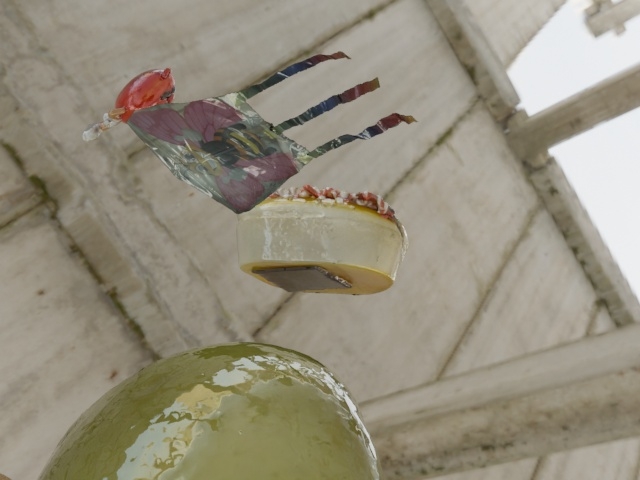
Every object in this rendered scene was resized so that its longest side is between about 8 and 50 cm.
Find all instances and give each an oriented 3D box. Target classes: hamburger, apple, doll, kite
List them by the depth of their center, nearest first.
[{"bbox_3d":[-0.077,0.204,0.580,0.295,0.257,0.233,-101,1,-55],"label":"apple"},{"bbox_3d":[-0.060,-0.120,0.930,0.204,0.360,0.022,41,-127,-34],"label":"kite"},{"bbox_3d":[0.000,0.000,1.372,0.227,0.295,0.152,52,-139,-60],"label":"hamburger"},{"bbox_3d":[-0.356,-0.271,1.608,0.085,0.217,0.183,54,-155,-13],"label":"doll"}]

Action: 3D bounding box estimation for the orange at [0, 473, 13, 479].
[{"bbox_3d":[-0.490,0.430,1.073,0.274,0.274,0.274,26,-128,-39],"label":"orange"}]
